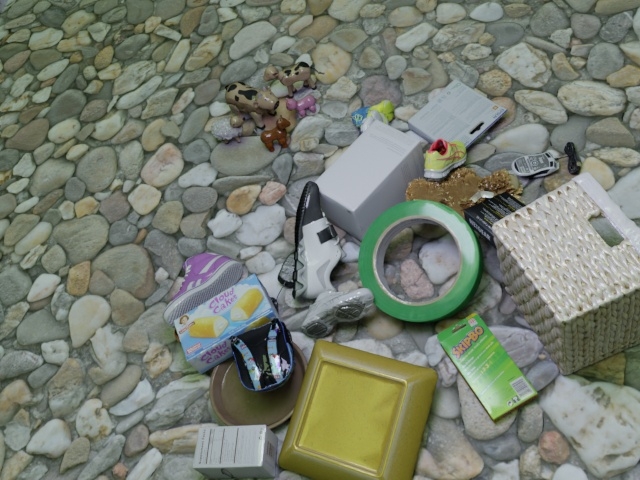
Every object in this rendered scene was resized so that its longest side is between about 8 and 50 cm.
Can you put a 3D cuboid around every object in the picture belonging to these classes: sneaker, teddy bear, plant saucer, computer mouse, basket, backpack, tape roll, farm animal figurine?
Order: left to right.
[{"bbox_3d":[-0.376,0.137,2.033,0.161,0.102,0.282,24,48,33],"label":"sneaker"},{"bbox_3d":[-0.160,0.378,1.849,0.278,0.041,0.278,-8,56,12],"label":"plant saucer"},{"bbox_3d":[-0.186,-0.479,2.343,0.327,0.172,0.330,7,60,22],"label":"farm animal figurine"},{"bbox_3d":[-0.137,0.311,1.788,0.158,0.117,0.173,-23,53,2],"label":"backpack"},{"bbox_3d":[-0.105,0.138,1.998,0.071,0.041,0.242,24,72,11],"label":"computer mouse"},{"bbox_3d":[0.000,0.000,1.950,0.146,0.122,0.330,2,93,-8],"label":"sneaker"},{"bbox_3d":[0.042,0.166,1.862,0.232,0.090,0.115,-28,39,29],"label":"sneaker"},{"bbox_3d":[0.079,0.424,1.671,0.333,0.081,0.333,12,74,21],"label":"plant saucer"},{"bbox_3d":[0.147,-0.367,2.192,0.126,0.091,0.240,-10,21,29],"label":"sneaker"},{"bbox_3d":[0.262,0.056,1.833,0.321,0.077,0.321,-4,78,22],"label":"tape roll"},{"bbox_3d":[0.358,-0.252,1.984,0.081,0.094,0.208,5,29,32],"label":"sneaker"},{"bbox_3d":[0.412,-0.109,1.963,0.338,0.113,0.245,-18,61,-4],"label":"teddy bear"},{"bbox_3d":[0.641,-0.218,1.989,0.193,0.042,0.106,-11,59,4],"label":"computer mouse"},{"bbox_3d":[0.601,0.086,1.622,0.266,0.331,0.328,-27,53,2],"label":"basket"}]

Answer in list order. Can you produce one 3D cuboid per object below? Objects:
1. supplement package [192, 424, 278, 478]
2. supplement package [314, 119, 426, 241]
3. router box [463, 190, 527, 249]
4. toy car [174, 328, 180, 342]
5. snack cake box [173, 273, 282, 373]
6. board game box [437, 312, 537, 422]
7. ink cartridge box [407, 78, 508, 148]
[{"bbox_3d":[-0.208,0.525,1.726,0.179,0.105,0.105,-6,56,14],"label":"supplement package"},{"bbox_3d":[0.147,-0.172,2.030,0.175,0.177,0.293,33,72,33],"label":"supplement package"},{"bbox_3d":[0.469,-0.053,1.795,0.133,0.046,0.179,-23,31,-6],"label":"router box"},{"bbox_3d":[-0.382,0.251,2.018,0.040,0.060,0.122,-38,16,47],"label":"toy car"},{"bbox_3d":[-0.253,0.226,1.904,0.264,0.089,0.152,-31,50,-1],"label":"snack cake box"},{"bbox_3d":[0.405,0.307,1.718,0.124,0.039,0.259,-29,56,-4],"label":"board game box"},{"bbox_3d":[0.424,-0.374,2.156,0.223,0.045,0.224,-41,56,-10],"label":"ink cartridge box"}]
